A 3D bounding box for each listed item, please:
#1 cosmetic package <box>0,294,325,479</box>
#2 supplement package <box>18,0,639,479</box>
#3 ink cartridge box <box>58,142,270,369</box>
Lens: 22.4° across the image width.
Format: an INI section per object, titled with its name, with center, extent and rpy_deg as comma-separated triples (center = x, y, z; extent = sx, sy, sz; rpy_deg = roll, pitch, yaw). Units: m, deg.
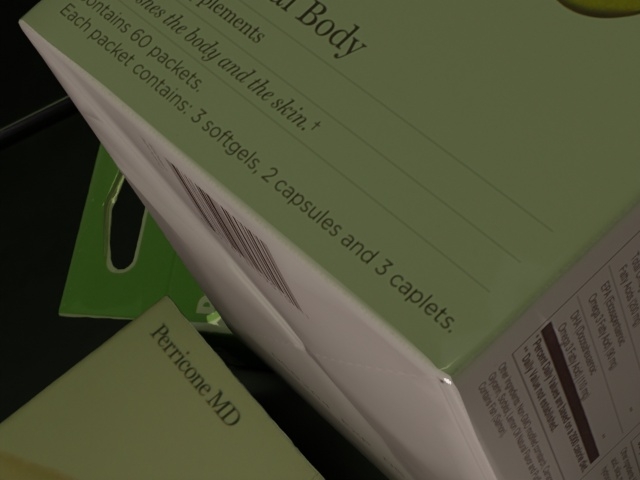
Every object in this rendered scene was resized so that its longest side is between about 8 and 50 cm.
[cosmetic package]
center = -0.124, 0.186, 0.626
extent = 0.309, 0.113, 0.160
rpy_deg = -40, 59, -9
[supplement package]
center = 0.089, -0.053, 0.532
extent = 0.263, 0.198, 0.199
rpy_deg = -43, 54, -11
[ink cartridge box]
center = 0.000, 0.000, 0.706
extent = 0.209, 0.062, 0.109
rpy_deg = 3, 71, 23
